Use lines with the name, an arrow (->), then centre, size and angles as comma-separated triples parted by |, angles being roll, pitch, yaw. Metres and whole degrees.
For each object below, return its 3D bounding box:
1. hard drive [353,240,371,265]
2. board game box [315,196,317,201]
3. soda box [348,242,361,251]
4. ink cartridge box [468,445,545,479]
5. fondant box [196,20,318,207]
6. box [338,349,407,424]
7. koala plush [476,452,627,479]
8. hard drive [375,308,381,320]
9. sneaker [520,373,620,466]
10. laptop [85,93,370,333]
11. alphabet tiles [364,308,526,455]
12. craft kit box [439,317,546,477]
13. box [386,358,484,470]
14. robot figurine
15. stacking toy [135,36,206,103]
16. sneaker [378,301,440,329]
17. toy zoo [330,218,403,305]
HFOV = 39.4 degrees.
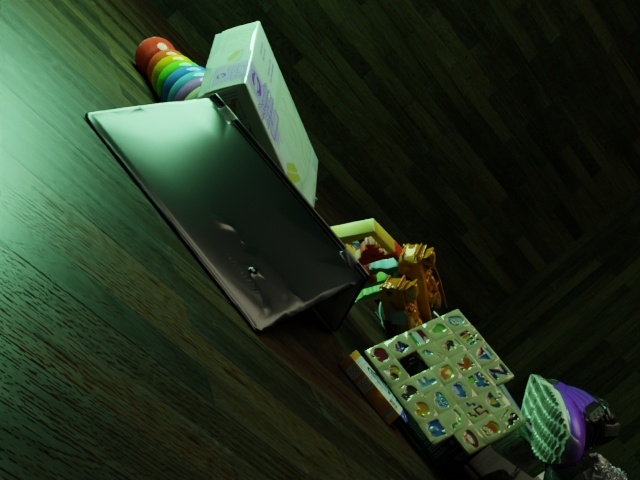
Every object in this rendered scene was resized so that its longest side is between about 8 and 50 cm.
hard drive -> 0.140, 0.068, 2.713 | 0.172, 0.054, 0.255 | 43, 9, -44
board game box -> -0.161, -0.207, 2.171 | 0.336, 0.079, 0.254 | 50, 6, 6
soda box -> 0.074, 0.041, 2.279 | 0.053, 0.060, 0.169 | 51, 16, 18
ink cartridge box -> 0.371, 0.449, 1.798 | 0.218, 0.092, 0.158 | 46, 6, -9
fondant box -> -0.105, -0.198, 1.646 | 0.238, 0.096, 0.330 | -86, 157, -51
box -> 0.085, 0.235, 1.404 | 0.136, 0.028, 0.081 | 52, 6, 8
koala plush -> 0.406, 0.440, 1.478 | 0.196, 0.221, 0.203 | 43, 9, -48
hard drive -> 0.194, 0.233, 2.217 | 0.094, 0.022, 0.135 | 43, 9, -45
sneaker -> 0.418, 0.292, 1.444 | 0.146, 0.102, 0.293 | 15, 9, 4
laptop -> -0.140, -0.008, 1.364 | 0.382, 0.236, 0.408 | 50, -22, 13
alphabet tiles -> 0.216, 0.231, 1.455 | 0.237, 0.198, 0.009 | 53, -29, 32
craft kit box -> 0.298, 0.281, 1.579 | 0.246, 0.061, 0.250 | 46, 11, -53
box -> 0.201, 0.299, 1.524 | 0.158, 0.093, 0.156 | 50, 6, 26
robot figurine -> 0.188, 0.165, 1.671 | 0.211, 0.085, 0.291 | -54, 135, -47
stacking toy -> -0.285, -0.324, 1.821 | 0.330, 0.141, 0.141 | 49, 5, 40
sneaker -> 0.249, 0.243, 2.056 | 0.321, 0.126, 0.127 | 52, 1, 14
toy zoo -> 0.061, 0.041, 1.709 | 0.293, 0.192, 0.030 | 42, 37, -50
